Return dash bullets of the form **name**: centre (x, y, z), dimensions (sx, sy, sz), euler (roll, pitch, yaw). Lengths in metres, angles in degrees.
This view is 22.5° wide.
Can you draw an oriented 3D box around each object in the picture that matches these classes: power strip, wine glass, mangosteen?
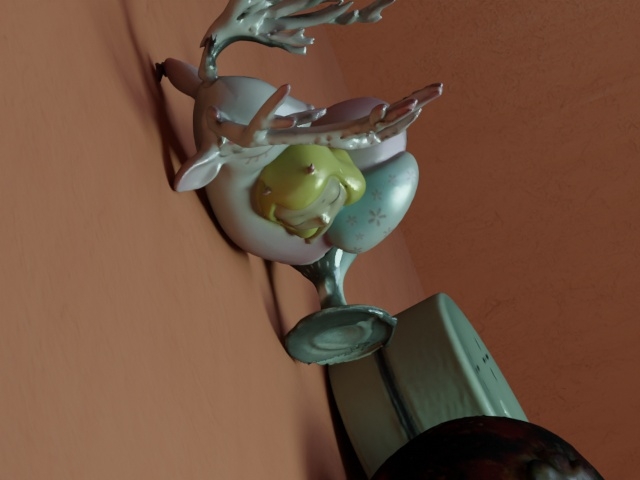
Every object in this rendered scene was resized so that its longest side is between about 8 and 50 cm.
- **power strip**: centre (0.154, 0.239, 1.879), dimensions (0.357, 0.161, 0.357), euler (58, 9, -14)
- **wine glass**: centre (0.000, 0.000, 1.671), dimensions (0.126, 0.126, 0.241), euler (60, 16, -57)
- **mangosteen**: centre (0.162, 0.319, 1.559), dimensions (0.311, 0.311, 0.311), euler (-18, 90, -82)

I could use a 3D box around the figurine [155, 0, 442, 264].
- **figurine**: centre (-0.007, -0.120, 1.425), dimensions (0.315, 0.284, 0.206), euler (27, 42, -62)
